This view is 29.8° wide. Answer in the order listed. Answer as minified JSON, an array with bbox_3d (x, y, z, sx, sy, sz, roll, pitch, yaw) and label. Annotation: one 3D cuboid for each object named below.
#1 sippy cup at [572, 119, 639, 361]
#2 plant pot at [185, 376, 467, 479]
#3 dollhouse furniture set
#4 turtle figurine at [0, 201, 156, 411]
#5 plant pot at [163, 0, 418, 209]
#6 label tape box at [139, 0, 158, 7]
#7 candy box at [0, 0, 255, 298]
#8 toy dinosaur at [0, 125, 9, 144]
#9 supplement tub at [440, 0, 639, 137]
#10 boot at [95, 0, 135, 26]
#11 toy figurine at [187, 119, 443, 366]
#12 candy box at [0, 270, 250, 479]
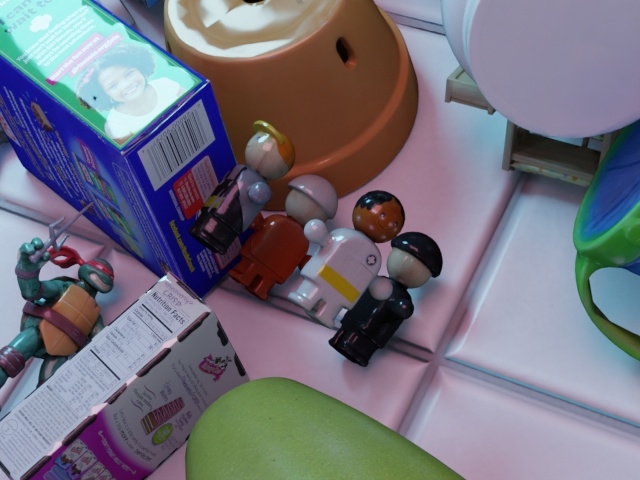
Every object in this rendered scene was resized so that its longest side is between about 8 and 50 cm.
[{"bbox_3d":[0.386,-0.031,1.089,0.224,0.305,0.240,31,51,-3],"label":"sippy cup"},{"bbox_3d":[0.004,0.254,1.010,0.275,0.274,0.293,-33,41,-9],"label":"plant pot"},{"bbox_3d":[0.248,-0.142,1.303,0.182,0.101,0.161,19,39,23],"label":"dollhouse furniture set"},{"bbox_3d":[-0.260,0.089,1.240,0.175,0.118,0.234,36,67,-15],"label":"turtle figurine"},{"bbox_3d":[-0.049,-0.208,1.324,0.291,0.203,0.290,-6,56,10],"label":"plant pot"},{"bbox_3d":[-0.166,-0.409,1.468,0.241,0.106,0.334,-39,52,-9],"label":"label tape box"},{"bbox_3d":[-0.227,-0.119,1.267,0.317,0.268,0.122,35,68,29],"label":"candy box"},{"bbox_3d":[-0.378,-0.187,1.474,0.118,0.064,0.268,31,65,21],"label":"toy dinosaur"},{"bbox_3d":[0.235,-0.272,1.191,0.241,0.241,0.331,-8,35,7],"label":"supplement tub"},{"bbox_3d":[-0.333,-0.305,1.517,0.123,0.095,0.258,-39,44,-5],"label":"boot"},{"bbox_3d":[0.000,0.000,1.175,0.213,0.209,0.148,32,80,26],"label":"toy figurine"},{"bbox_3d":[-0.188,0.159,1.148,0.233,0.159,0.071,-41,60,-15],"label":"candy box"}]
